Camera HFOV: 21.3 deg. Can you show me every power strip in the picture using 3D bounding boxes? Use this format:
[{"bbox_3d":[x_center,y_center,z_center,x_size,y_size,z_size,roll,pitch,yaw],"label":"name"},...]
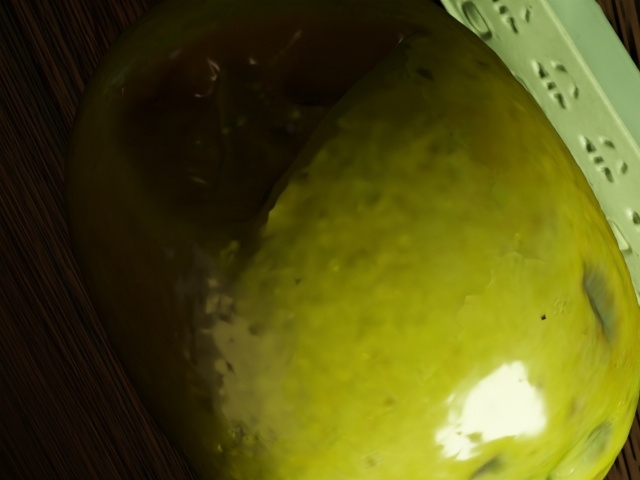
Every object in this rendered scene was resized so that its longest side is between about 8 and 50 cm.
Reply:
[{"bbox_3d":[0.105,-0.055,0.675,0.252,0.027,0.060,55,156,-11],"label":"power strip"}]

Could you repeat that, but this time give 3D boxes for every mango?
[{"bbox_3d":[0.000,0.000,0.705,0.253,0.182,0.365,54,177,-21],"label":"mango"}]
